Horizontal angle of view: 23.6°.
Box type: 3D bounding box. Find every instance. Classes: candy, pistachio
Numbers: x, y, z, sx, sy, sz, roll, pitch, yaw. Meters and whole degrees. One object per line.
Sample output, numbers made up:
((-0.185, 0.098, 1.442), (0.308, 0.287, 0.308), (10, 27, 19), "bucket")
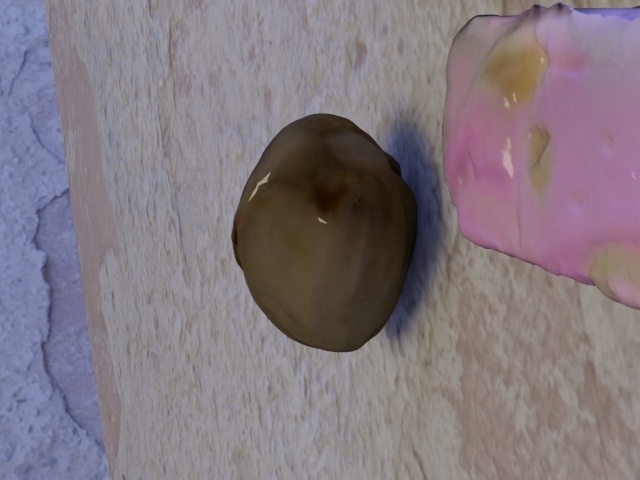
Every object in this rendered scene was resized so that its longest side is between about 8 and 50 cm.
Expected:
((0.163, -0.039, 0.566), (0.265, 0.156, 0.115), (-154, 56, -69), "candy")
((0.000, 0.000, 1.105), (0.206, 0.131, 0.129), (99, 164, -51), "pistachio")
